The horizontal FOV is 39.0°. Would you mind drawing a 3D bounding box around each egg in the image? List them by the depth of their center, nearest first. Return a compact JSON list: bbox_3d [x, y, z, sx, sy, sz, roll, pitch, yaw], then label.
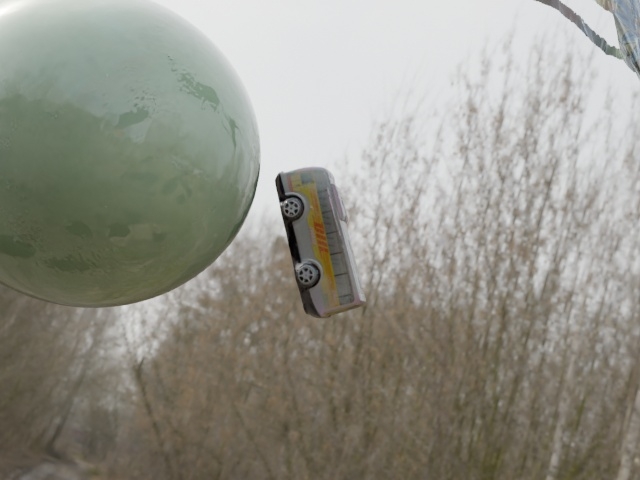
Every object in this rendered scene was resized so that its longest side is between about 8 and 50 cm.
[{"bbox_3d":[-0.208,-0.082,0.791,0.389,0.276,0.276,18,-12,48],"label":"egg"}]

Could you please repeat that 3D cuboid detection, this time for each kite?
[{"bbox_3d":[0.271,-0.199,0.817,0.310,0.169,0.015,9,-23,-42],"label":"kite"}]

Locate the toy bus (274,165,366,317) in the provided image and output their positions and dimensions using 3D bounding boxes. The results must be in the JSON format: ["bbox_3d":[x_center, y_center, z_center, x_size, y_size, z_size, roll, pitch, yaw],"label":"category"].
[{"bbox_3d":[0.000,0.000,1.021,0.072,0.172,0.057,-15,-9,9],"label":"toy bus"}]
